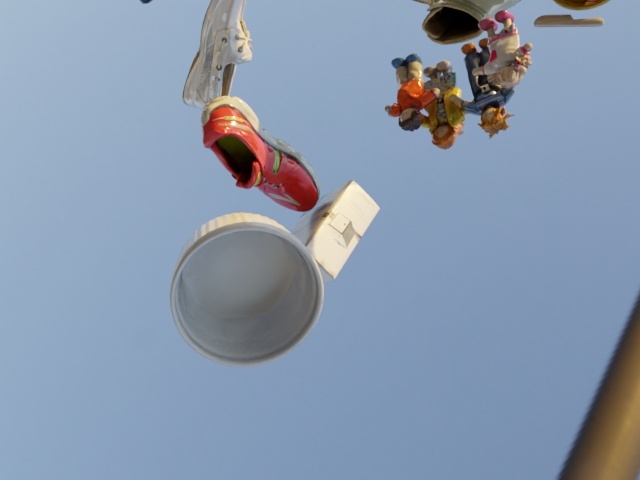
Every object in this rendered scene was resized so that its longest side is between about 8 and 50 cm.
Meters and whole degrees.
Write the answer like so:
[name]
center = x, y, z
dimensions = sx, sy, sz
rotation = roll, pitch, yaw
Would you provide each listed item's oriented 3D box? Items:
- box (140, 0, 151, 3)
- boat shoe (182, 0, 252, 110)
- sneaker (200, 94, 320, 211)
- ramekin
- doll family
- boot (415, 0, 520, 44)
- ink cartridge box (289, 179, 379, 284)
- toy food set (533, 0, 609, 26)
[box]
center = -0.342, -0.624, 1.752
dimensions = 0.212, 0.395, 0.293
rotation = -33, -115, 7
[boat shoe]
center = -0.163, -0.351, 1.977
dimensions = 0.098, 0.096, 0.277
rotation = -49, 164, -56
[sneaker]
center = -0.110, -0.121, 1.881
dimensions = 0.107, 0.279, 0.118
rotation = -29, -142, 29
[ramekin]
center = -0.106, 0.060, 1.512
dimensions = 0.207, 0.207, 0.109
rotation = -42, -158, 7
[doll family]
center = 0.233, -0.231, 1.723
dimensions = 0.263, 0.118, 0.163
rotation = -22, -127, 29
[boot]
center = 0.230, -0.454, 2.095
dimensions = 0.262, 0.095, 0.203
rotation = 16, -138, 28
[ink cartridge box]
center = 0.000, 0.000, 1.927
dimensions = 0.139, 0.082, 0.190
rotation = -29, -158, 49
[toy food set]
center = 0.433, -0.450, 1.798
dimensions = 0.128, 0.071, 0.218
rotation = 13, -115, 31
